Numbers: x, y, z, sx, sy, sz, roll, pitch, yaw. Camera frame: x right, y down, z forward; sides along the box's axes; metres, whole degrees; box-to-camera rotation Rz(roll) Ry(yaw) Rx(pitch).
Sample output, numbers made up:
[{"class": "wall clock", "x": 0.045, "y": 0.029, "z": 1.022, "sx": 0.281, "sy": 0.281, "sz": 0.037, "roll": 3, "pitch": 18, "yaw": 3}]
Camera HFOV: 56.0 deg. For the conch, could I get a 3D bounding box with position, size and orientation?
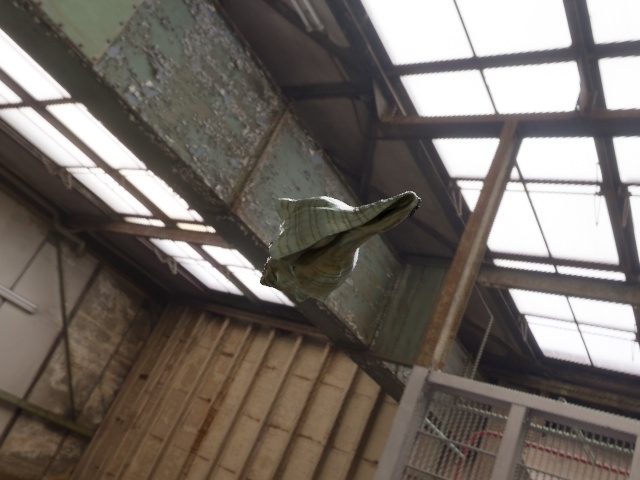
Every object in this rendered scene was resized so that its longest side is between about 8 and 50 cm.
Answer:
[{"class": "conch", "x": -0.011, "y": -0.005, "z": 0.699, "sx": 0.137, "sy": 0.234, "sz": 0.114, "roll": -10, "pitch": -122, "yaw": -30}]
